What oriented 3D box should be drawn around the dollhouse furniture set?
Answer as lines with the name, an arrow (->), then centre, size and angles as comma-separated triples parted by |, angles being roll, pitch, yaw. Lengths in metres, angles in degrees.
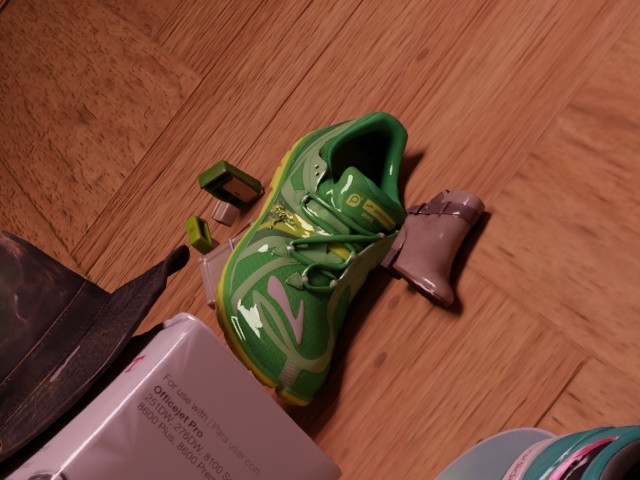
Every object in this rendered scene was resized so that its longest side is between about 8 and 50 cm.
dollhouse furniture set -> -0.076, 0.001, 1.865 | 0.076, 0.058, 0.152 | -34, 49, 21

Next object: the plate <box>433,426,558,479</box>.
plate -> 0.102, 0.204, 1.268 | 0.188, 0.024, 0.188 | -41, 27, 27

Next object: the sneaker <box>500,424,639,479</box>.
sneaker -> 0.146, 0.217, 1.065 | 0.178, 0.123, 0.296 | -34, 28, 56

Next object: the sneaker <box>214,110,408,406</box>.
sneaker -> 0.000, 0.000, 1.623 | 0.123, 0.109, 0.296 | -35, 29, 43

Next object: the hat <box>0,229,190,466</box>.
hat -> -0.255, 0.079, 1.524 | 0.331, 0.134, 0.331 | -42, 6, 6

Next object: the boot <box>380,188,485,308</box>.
boot -> 0.095, 0.001, 1.540 | 0.087, 0.042, 0.118 | -47, 30, -5

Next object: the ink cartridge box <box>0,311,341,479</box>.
ink cartridge box -> -0.207, 0.260, 1.423 | 0.395, 0.166, 0.285 | -48, 11, -25
